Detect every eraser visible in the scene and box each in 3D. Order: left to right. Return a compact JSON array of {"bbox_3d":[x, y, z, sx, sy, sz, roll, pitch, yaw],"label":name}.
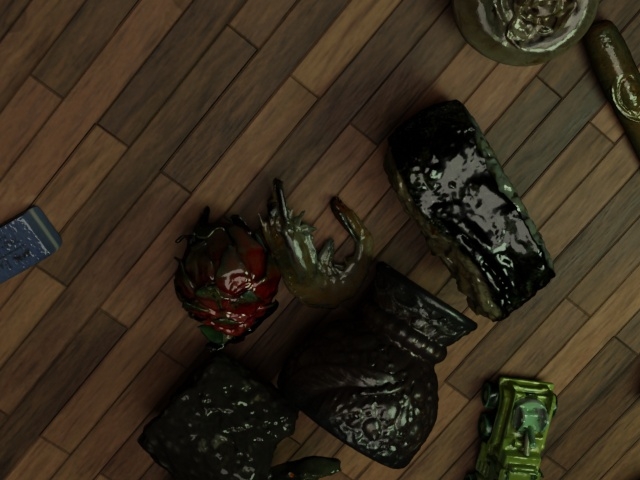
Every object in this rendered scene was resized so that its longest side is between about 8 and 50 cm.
[{"bbox_3d":[-0.528,0.031,1.775,0.225,0.036,0.082,-29,108,4],"label":"eraser"}]

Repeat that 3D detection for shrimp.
[{"bbox_3d":[0.000,0.000,1.825,0.173,0.058,0.253,-20,114,-9],"label":"shrimp"}]

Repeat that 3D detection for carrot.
[{"bbox_3d":[0.514,-0.203,1.811,0.070,0.070,0.342,-30,111,3],"label":"carrot"}]

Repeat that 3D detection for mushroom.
[{"bbox_3d":[0.307,-0.371,1.667,0.227,0.178,0.226,1,113,2],"label":"mushroom"}]

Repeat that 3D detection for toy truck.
[{"bbox_3d":[0.339,0.380,1.957,0.128,0.135,0.259,8,111,-9],"label":"toy truck"}]

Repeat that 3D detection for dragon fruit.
[{"bbox_3d":[-0.148,0.062,1.766,0.182,0.182,0.188,-15,128,-2],"label":"dragon fruit"}]

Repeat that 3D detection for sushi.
[{"bbox_3d":[0.230,-0.049,1.759,0.171,0.211,0.350,-31,105,9],"label":"sushi"}]

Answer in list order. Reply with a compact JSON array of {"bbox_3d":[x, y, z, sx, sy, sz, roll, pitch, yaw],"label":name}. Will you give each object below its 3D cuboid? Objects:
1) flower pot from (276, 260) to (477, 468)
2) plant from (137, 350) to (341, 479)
[{"bbox_3d":[0.105,0.193,1.805,0.267,0.266,0.267,34,92,-17],"label":"flower pot"},{"bbox_3d":[-0.124,0.348,1.816,0.312,0.215,0.213,46,59,-4],"label":"plant"}]
